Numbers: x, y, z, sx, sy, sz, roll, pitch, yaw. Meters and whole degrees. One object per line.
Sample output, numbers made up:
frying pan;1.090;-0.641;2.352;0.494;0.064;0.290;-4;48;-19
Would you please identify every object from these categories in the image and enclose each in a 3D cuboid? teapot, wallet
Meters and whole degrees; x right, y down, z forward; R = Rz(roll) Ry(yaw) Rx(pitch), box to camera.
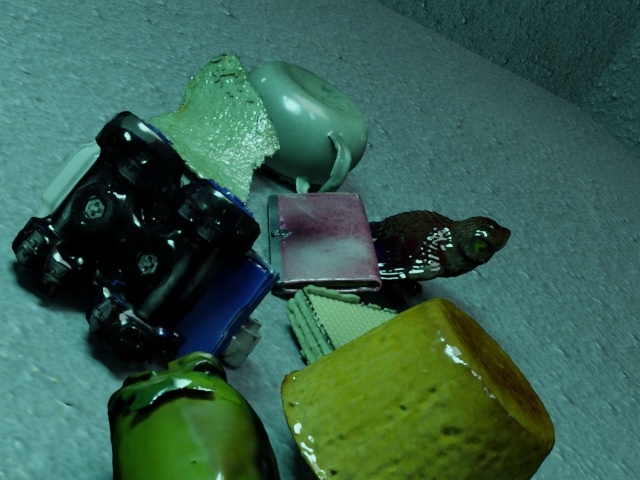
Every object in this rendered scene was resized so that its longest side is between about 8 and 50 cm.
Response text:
teapot;-0.033;-0.151;1.531;0.193;0.129;0.294;20;26;-34
wallet;0.000;0.000;1.296;0.119;0.025;0.232;0;26;-4

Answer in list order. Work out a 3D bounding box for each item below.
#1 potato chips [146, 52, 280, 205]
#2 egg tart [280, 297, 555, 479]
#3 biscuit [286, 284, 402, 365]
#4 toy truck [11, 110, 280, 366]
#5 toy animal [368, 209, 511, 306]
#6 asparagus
potato chips;-0.130;-0.144;1.412;0.167;0.059;0.228;18;46;8
egg tart;0.083;0.157;0.917;0.215;0.171;0.215;45;14;-15
biscuit;0.087;0.129;1.160;0.252;0.052;0.150;15;30;-38
toy truck;-0.137;0.009;0.983;0.213;0.161;0.177;40;1;19
toy animal;0.127;-0.001;1.348;0.218;0.179;0.116;-14;76;-58
asparagus;-0.057;0.217;0.639;0.108;0.129;0.382;-10;32;-8
